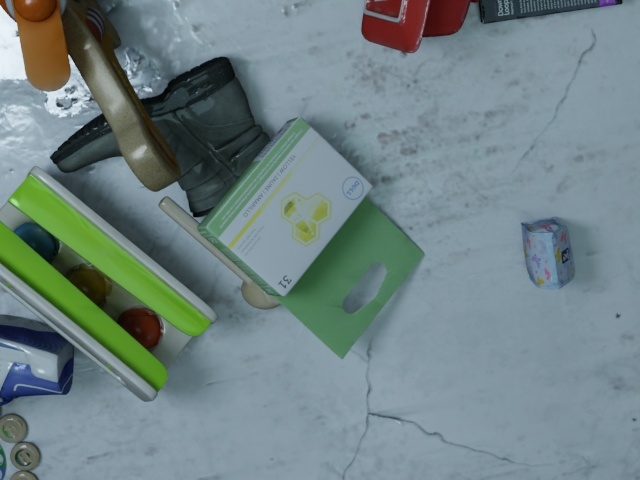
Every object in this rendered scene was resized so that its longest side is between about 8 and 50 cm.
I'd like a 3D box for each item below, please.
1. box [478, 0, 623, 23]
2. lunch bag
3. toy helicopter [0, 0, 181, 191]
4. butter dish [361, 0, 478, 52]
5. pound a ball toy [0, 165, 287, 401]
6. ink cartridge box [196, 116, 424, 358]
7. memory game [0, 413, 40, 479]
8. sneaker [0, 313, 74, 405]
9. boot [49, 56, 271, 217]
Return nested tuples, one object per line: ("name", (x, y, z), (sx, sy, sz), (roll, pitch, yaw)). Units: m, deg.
("box", (0.255, -0.315, 1.636), (0.162, 0.029, 0.116), (-8, 100, 1))
("lunch bag", (0.265, 0.016, 1.673), (0.053, 0.083, 0.071), (-10, 100, 3))
("toy helicopter", (-0.250, -0.212, 1.524), (0.140, 0.235, 0.355), (-31, 84, 6))
("butter dish", (0.127, -0.287, 1.596), (0.118, 0.160, 0.160), (5, 102, -24))
("pound a ball toy", (-0.224, 0.038, 1.673), (0.319, 0.136, 0.208), (40, 75, -9))
("ink cartridge box", (0.000, 0.000, 1.642), (0.235, 0.056, 0.171), (43, 76, -14))
("memory game", (-0.435, 0.273, 1.764), (0.186, 0.012, 0.186), (0, 102, 0))
("sneaker", (-0.444, 0.180, 1.691), (0.315, 0.127, 0.182), (5, 99, 6))
("boot", (-0.174, -0.091, 1.660), (0.246, 0.083, 0.161), (-25, 106, 6))
